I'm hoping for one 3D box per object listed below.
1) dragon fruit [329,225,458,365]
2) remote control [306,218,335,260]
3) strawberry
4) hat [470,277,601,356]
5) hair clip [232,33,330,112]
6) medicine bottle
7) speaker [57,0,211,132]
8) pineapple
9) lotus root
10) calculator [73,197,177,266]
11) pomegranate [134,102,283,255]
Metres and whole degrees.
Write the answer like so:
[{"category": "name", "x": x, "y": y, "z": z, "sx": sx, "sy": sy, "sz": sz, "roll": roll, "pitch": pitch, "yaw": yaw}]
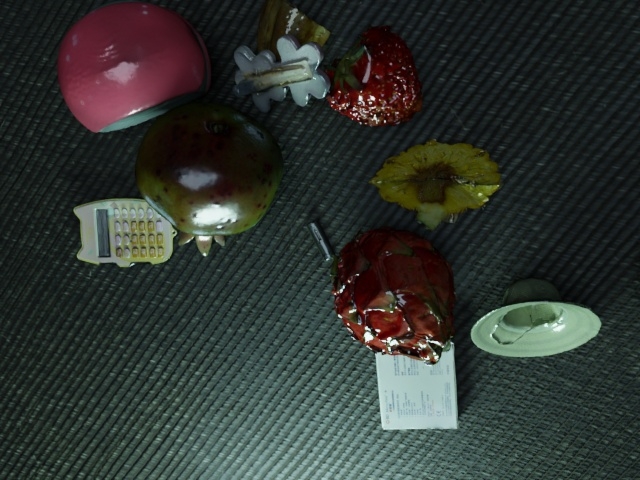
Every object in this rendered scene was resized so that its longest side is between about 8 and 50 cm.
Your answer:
[{"category": "dragon fruit", "x": 0.152, "y": 0.110, "z": 1.263, "sx": 0.244, "sy": 0.244, "sz": 0.298, "roll": -36, "pitch": 83, "yaw": 12}, {"category": "remote control", "x": 0.000, "y": 0.000, "z": 1.375, "sx": 0.034, "sy": 0.016, "sz": 0.091, "roll": -27, "pitch": 93, "yaw": 7}, {"category": "strawberry", "x": 0.114, "y": -0.309, "z": 1.242, "sx": 0.202, "sy": 0.184, "sz": 0.186, "roll": 31, "pitch": 105, "yaw": -21}, {"category": "hat", "x": 0.421, "y": 0.134, "z": 1.266, "sx": 0.252, "sy": 0.252, "sz": 0.109, "roll": -5, "pitch": 55, "yaw": 10}, {"category": "hair clip", "x": -0.087, "y": -0.329, "z": 1.265, "sx": 0.257, "sy": 0.075, "sz": 0.146, "roll": -3, "pitch": 117, "yaw": 37}, {"category": "medicine bottle", "x": 0.206, "y": 0.305, "z": 1.364, "sx": 0.171, "sy": 0.052, "sz": 0.201, "roll": -5, "pitch": 98, "yaw": 10}, {"category": "speaker", "x": -0.362, "y": -0.330, "z": 1.242, "sx": 0.295, "sy": 0.294, "sz": 0.294, "roll": 1, "pitch": 98, "yaw": 10}, {"category": "pineapple", "x": 0.248, "y": -0.113, "z": 1.288, "sx": 0.250, "sy": 0.139, "sz": 0.164, "roll": -3, "pitch": 139, "yaw": 25}, {"category": "lotus root", "x": -0.066, "y": -0.423, "z": 1.292, "sx": 0.159, "sy": 0.095, "sz": 0.135, "roll": 25, "pitch": 105, "yaw": 11}, {"category": "calculator", "x": -0.438, "y": -0.018, "z": 1.441, "sx": 0.237, "sy": 0.033, "sz": 0.157, "roll": 1, "pitch": 97, "yaw": 7}, {"category": "pomegranate", "x": -0.216, "y": -0.127, "z": 1.304, "sx": 0.291, "sy": 0.323, "sz": 0.290, "roll": -1, "pitch": 66, "yaw": 3}]
